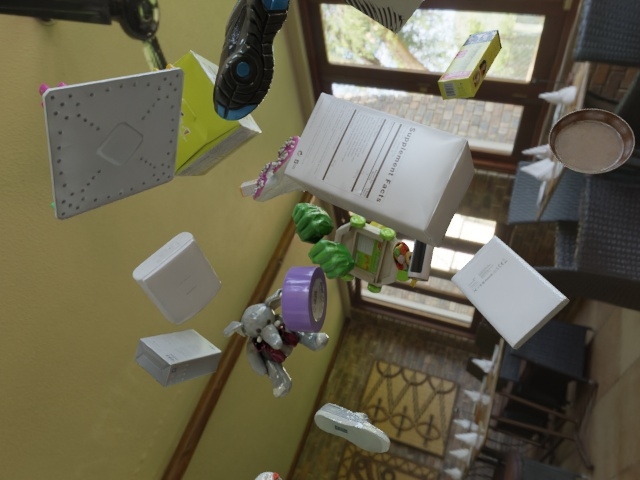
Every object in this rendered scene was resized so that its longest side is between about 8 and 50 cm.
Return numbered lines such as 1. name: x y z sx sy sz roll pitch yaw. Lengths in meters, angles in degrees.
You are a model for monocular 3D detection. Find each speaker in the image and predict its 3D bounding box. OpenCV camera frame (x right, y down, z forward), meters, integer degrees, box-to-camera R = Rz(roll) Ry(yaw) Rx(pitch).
1. speaker: 0.260 0.033 1.222 0.055 0.055 0.136 36 -115 -70

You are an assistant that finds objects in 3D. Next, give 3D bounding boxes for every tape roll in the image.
1. tape roll: -0.043 0.169 1.386 0.189 0.080 0.189 -1 -90 -73

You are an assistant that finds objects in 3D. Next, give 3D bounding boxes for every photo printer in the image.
1. photo printer: -0.521 0.158 1.809 0.256 0.107 0.308 -43 -44 -25

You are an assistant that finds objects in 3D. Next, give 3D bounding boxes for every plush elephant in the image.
1. plush elephant: -0.171 0.315 1.643 0.272 0.330 0.255 -43 -27 -8

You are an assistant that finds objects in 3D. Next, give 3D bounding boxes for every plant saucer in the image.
1. plant saucer: 0.595 -0.214 1.064 0.029 0.168 0.169 55 -129 -62

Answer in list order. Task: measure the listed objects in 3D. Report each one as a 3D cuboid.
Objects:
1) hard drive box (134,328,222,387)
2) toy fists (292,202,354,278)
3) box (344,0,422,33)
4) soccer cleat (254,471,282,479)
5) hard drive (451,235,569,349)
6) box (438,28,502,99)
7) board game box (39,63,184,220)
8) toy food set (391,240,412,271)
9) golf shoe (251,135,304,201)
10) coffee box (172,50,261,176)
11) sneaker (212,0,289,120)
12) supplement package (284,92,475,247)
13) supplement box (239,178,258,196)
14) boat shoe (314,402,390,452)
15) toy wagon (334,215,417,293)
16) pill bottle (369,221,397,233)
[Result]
1. hard drive box: -0.495 0.405 1.690 0.232 0.181 0.089 0 -68 -55
2. toy fists: 0.000 0.000 1.551 0.279 0.096 0.142 62 -161 16
3. box: 0.066 -0.525 0.918 0.094 0.274 0.113 -43 28 50
4. soccer cleat: -0.057 0.528 0.919 0.068 0.196 0.076 -33 -12 -48
5. hard drive: 0.646 0.172 1.681 0.047 0.353 0.233 30 -73 -39
6. box: 0.387 -0.453 1.239 0.232 0.087 0.058 -55 -47 -28
7. board game box: -0.565 -0.278 1.334 0.389 0.050 0.390 -32 -27 -44
8. toy food set: 0.223 0.043 1.301 0.082 0.020 0.083 -40 -71 -37
9. golf shoe: -0.091 -0.164 1.323 0.306 0.140 0.116 -30 40 57
10. coffee box: -0.496 -0.493 1.948 0.338 0.338 0.334 56 -169 -3
11. sneaker: -0.180 -0.457 1.172 0.125 0.139 0.341 19 -85 -39
12. supplement package: 0.117 -0.130 0.916 0.176 0.292 0.177 -65 -24 -1
13. supplement box: -0.213 -0.179 1.594 0.062 0.098 0.036 -84 -22 -69
14. boat shoe: 0.096 0.516 1.354 0.081 0.227 0.080 -40 -43 -52
15. toy wagon: 0.206 0.068 1.762 0.068 0.344 0.268 -42 -31 -48
16. pill bottle: 0.256 -0.027 2.124 0.209 0.119 0.119 -49 -24 -7
